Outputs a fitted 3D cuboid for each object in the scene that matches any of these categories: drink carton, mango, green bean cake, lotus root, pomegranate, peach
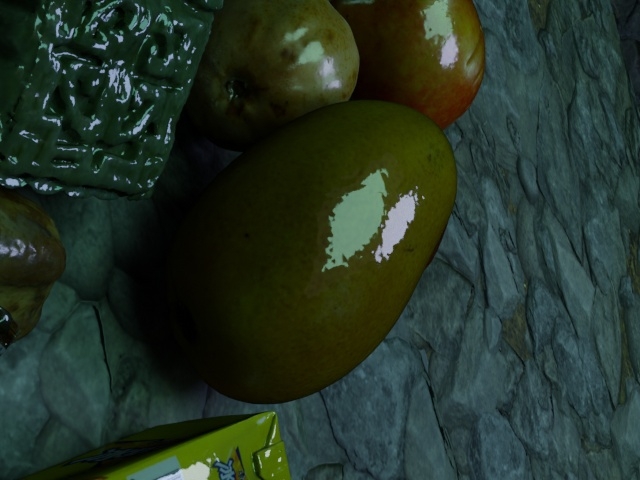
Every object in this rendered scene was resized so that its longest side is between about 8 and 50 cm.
[{"bbox_3d":[-0.181,0.238,0.965,0.351,0.155,0.111,-13,90,-59],"label":"drink carton"},{"bbox_3d":[0.000,0.000,1.199,0.378,0.221,0.263,-43,134,-19],"label":"mango"},{"bbox_3d":[-0.210,-0.167,0.990,0.241,0.132,0.255,15,99,-61],"label":"green bean cake"},{"bbox_3d":[-0.273,0.019,0.967,0.135,0.095,0.159,13,73,-60],"label":"lotus root"},{"bbox_3d":[-0.062,-0.193,1.283,0.207,0.207,0.207,28,55,-51],"label":"pomegranate"},{"bbox_3d":[0.087,-0.239,1.527,0.245,0.249,0.274,-42,135,-18],"label":"peach"}]

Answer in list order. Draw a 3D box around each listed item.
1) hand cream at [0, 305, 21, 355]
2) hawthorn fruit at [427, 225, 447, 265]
[{"bbox_3d":[-0.290,0.132,0.921,0.062,0.039,0.163,70,34,-59],"label":"hand cream"},{"bbox_3d":[0.074,-0.028,1.445,0.248,0.208,0.208,56,35,-50],"label":"hawthorn fruit"}]
